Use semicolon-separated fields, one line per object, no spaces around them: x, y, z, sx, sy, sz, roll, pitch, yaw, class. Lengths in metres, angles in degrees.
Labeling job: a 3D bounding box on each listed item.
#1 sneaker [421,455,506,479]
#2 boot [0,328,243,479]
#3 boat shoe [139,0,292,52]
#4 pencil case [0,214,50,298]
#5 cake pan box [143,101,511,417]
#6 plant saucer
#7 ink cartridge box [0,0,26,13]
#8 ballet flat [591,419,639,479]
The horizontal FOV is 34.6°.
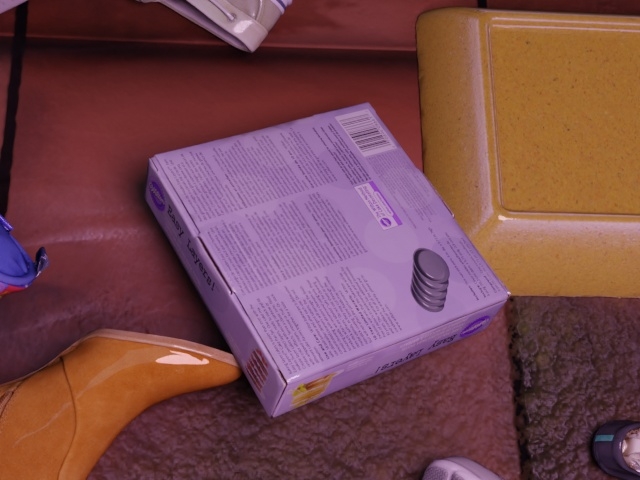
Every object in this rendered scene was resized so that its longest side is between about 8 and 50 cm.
0.211;0.280;0.894;0.281;0.105;0.115;36;35;14;sneaker
-0.216;0.185;0.885;0.295;0.104;0.211;3;73;1;boot
-0.174;-0.297;1.072;0.302;0.109;0.094;26;81;10;boat shoe
-0.374;0.073;0.845;0.306;0.133;0.119;-39;97;9;pencil case
0.000;0.000;0.938;0.246;0.070;0.267;-19;62;-32;cake pan box
0.273;-0.110;1.050;0.333;0.081;0.332;1;68;-4;plant saucer
-0.299;-0.384;1.038;0.307;0.072;0.303;-17;64;27;ink cartridge box
0.350;0.206;0.933;0.203;0.074;0.074;14;67;1;ballet flat
